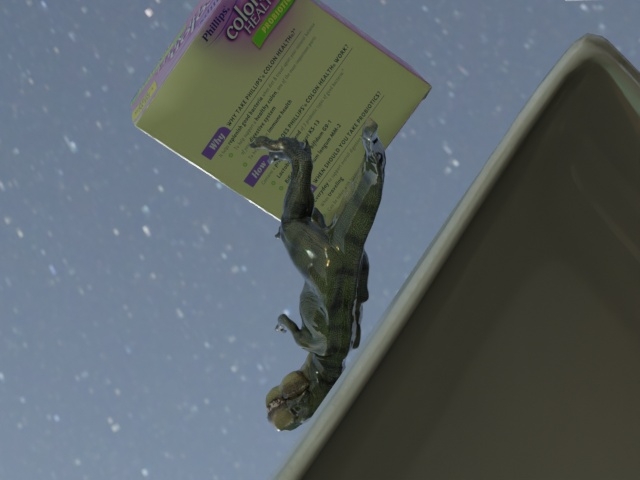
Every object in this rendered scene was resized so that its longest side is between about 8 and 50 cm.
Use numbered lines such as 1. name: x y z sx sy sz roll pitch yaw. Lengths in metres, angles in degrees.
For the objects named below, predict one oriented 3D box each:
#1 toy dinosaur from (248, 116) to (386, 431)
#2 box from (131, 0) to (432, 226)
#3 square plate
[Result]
1. toy dinosaur: 0.000 0.000 0.879 0.064 0.118 0.268 -9 -45 -21
2. box: -0.046 -0.158 1.521 0.243 0.117 0.214 32 -79 -18
3. square plate: 0.091 0.158 0.534 0.344 0.049 0.347 39 -96 -32
